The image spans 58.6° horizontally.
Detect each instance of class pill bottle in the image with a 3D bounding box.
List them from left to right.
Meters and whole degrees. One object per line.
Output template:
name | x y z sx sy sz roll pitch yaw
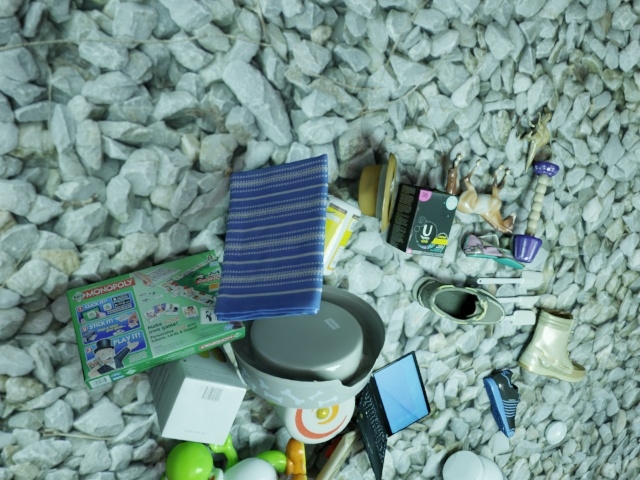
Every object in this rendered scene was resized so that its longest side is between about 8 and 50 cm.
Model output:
pill bottle | 0.000 0.000 1.331 0.117 0.117 0.215 24 95 -27
pill bottle | 0.506 0.787 1.753 0.181 0.181 0.323 -43 117 -6

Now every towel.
towel | -0.101 -0.006 1.155 0.040 0.243 0.336 33 54 -55

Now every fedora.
fedora | 0.133 -0.116 1.355 0.079 0.194 0.194 8 105 10

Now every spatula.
spatula | 0.547 0.171 1.679 0.242 0.019 0.168 2 106 -20

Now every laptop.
laptop | 0.206 0.480 1.555 0.136 0.264 0.234 -10 114 19

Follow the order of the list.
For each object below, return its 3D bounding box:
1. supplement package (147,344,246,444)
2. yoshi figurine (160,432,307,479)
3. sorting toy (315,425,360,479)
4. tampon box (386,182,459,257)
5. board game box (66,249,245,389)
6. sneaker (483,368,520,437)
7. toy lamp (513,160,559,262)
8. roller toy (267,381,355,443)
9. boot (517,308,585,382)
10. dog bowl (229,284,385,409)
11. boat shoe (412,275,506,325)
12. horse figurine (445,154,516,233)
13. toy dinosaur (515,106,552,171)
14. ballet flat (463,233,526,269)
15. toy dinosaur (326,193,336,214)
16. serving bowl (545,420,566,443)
supplement package | -0.275 0.306 1.233 0.139 0.244 0.134 19 98 -28
yoshi figurine | -0.214 0.554 1.361 0.362 0.203 0.203 -4 79 -4
sorting toy | 0.005 0.620 1.494 0.041 0.229 0.307 33 91 17
tampon box | 0.256 -0.051 1.435 0.120 0.101 0.161 6 103 -26
board game box | -0.341 0.153 1.186 0.317 0.213 0.046 -16 146 -18
sneaker | 0.575 0.502 1.753 0.090 0.081 0.232 -24 113 -7
toy lamp | 0.581 -0.074 1.552 0.080 0.080 0.275 21 81 -27
roller toy | -0.016 0.397 1.429 0.209 0.146 0.191 -29 115 -14
boot | 0.750 0.324 1.771 0.262 0.095 0.203 16 98 -22
dog bowl | -0.031 0.230 1.274 0.348 0.349 0.102 -8 122 -21
boat shoe | 0.397 0.181 1.567 0.305 0.091 0.109 18 98 -24
horse figurine | 0.417 -0.124 1.505 0.263 0.066 0.174 10 95 -28
toy dinosaur | 0.578 -0.276 1.535 0.092 0.053 0.183 13 100 -27
ballet flat | 0.490 0.024 1.583 0.221 0.077 0.079 13 81 -26
toy dinosaur | -0.119 -0.007 1.254 0.121 0.160 0.313 38 88 -28
serving bowl | 0.785 0.641 1.916 0.083 0.027 0.083 -7 107 -22
